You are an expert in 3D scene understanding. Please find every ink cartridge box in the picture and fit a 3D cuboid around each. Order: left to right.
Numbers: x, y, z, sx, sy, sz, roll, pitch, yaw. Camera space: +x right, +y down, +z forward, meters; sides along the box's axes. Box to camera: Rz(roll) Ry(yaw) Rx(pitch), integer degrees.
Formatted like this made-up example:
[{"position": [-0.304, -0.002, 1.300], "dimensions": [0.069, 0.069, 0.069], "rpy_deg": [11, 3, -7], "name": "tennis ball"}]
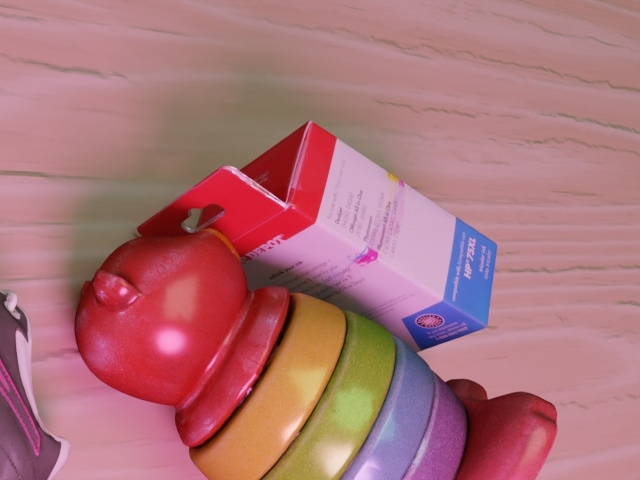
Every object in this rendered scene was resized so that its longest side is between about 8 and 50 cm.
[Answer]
[{"position": [0.000, 0.000, 0.707], "dimensions": [0.231, 0.134, 0.078], "rpy_deg": [32, 54, -25], "name": "ink cartridge box"}]

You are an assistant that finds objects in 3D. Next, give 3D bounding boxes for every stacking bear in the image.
[{"position": [-0.024, 0.097, 0.634], "dimensions": [0.289, 0.175, 0.164], "rpy_deg": [34, 79, -10], "name": "stacking bear"}]

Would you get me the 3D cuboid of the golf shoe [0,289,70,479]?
[{"position": [-0.237, 0.038, 0.539], "dimensions": [0.120, 0.105, 0.273], "rpy_deg": [-18, 86, -61], "name": "golf shoe"}]
